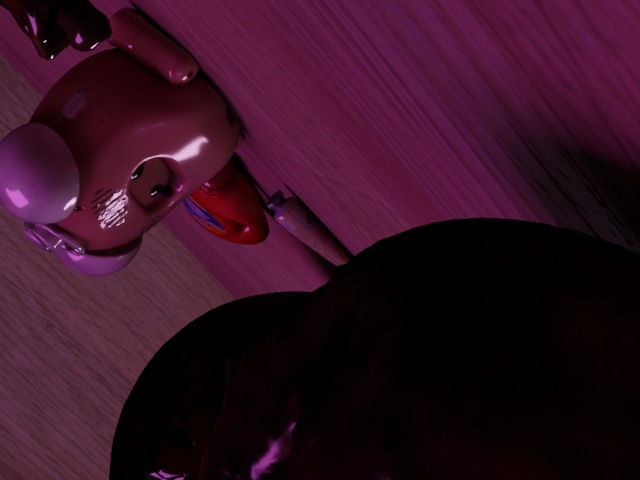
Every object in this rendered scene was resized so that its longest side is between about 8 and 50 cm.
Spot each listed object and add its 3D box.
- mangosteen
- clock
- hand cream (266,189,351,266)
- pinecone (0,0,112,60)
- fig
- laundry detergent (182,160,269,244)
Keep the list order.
[{"bbox_3d":[-0.020,0.200,1.317,0.307,0.307,0.347,42,-174,21],"label":"mangosteen"},{"bbox_3d":[-0.139,-0.054,1.054,0.092,0.162,0.166,39,172,24],"label":"clock"},{"bbox_3d":[0.000,0.000,1.153,0.102,0.022,0.035,42,175,-20],"label":"hand cream"},{"bbox_3d":[-0.175,-0.155,0.413,0.309,0.244,0.244,36,-179,-38],"label":"pinecone"},{"bbox_3d":[0.079,0.109,0.526,0.263,0.224,0.224,25,168,16],"label":"fig"},{"bbox_3d":[-0.083,-0.038,1.292,0.097,0.049,0.165,38,172,2],"label":"laundry detergent"}]
